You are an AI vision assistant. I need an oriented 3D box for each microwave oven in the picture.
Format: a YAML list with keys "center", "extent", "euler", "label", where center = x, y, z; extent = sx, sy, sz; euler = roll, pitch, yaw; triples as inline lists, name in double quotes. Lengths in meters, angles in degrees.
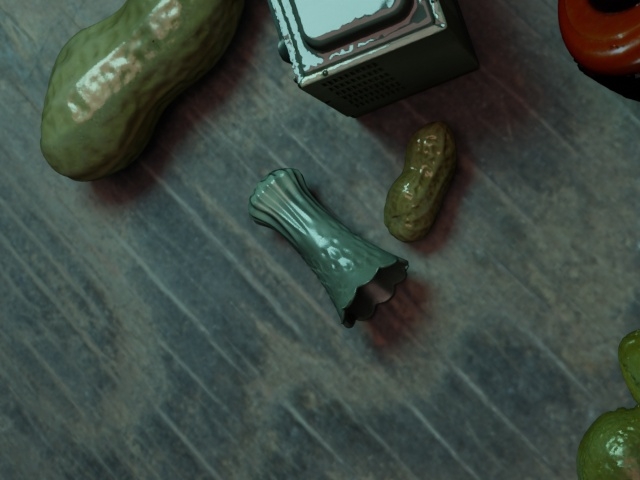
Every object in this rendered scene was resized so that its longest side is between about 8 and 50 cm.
- center: [0.022, -0.248, 1.004]
  extent: [0.145, 0.194, 0.240]
  euler: [-20, 81, 18]
  label: "microwave oven"

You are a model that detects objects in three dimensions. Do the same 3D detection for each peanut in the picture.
- center: [0.089, -0.052, 1.033]
  extent: [0.054, 0.054, 0.113]
  euler: [21, 96, 20]
  label: "peanut"
- center: [-0.170, -0.177, 1.113]
  extent: [0.274, 0.111, 0.125]
  euler: [-47, 57, 7]
  label: "peanut"

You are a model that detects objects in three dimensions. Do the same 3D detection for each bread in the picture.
- center: [0.272, 0.163, 0.944]
  extent: [0.149, 0.065, 0.187]
  euler: [-15, 82, 23]
  label: "bread"

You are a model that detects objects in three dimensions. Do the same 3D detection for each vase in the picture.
- center: [0.000, 0.000, 1.049]
  extent: [0.149, 0.081, 0.081]
  euler: [44, 100, 21]
  label: "vase"

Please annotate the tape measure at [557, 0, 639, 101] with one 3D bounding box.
- center: [0.294, -0.226, 0.886]
  extent: [0.260, 0.114, 0.253]
  euler: [-42, 33, 47]
  label: "tape measure"
